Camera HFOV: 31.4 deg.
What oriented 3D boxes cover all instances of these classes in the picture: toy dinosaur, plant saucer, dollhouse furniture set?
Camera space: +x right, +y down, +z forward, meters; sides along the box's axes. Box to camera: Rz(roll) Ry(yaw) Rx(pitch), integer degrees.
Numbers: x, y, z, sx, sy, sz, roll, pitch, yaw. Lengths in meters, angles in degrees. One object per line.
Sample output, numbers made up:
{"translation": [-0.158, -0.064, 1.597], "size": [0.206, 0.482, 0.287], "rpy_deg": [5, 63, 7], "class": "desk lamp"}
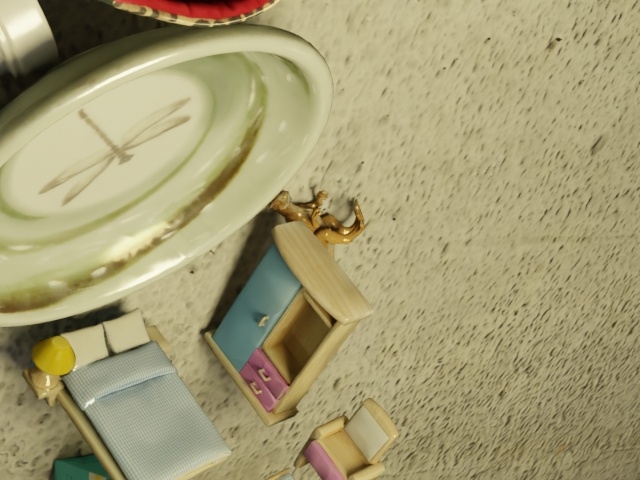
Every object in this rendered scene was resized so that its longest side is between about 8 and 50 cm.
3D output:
{"translation": [0.000, 0.000, 1.324], "size": [0.112, 0.064, 0.211], "rpy_deg": [-21, 130, 5], "class": "toy dinosaur"}
{"translation": [-0.181, -0.074, 1.018], "size": [0.401, 0.100, 0.400], "rpy_deg": [-30, 161, -11], "class": "plant saucer"}
{"translation": [-0.101, 0.153, 1.165], "size": [0.303, 0.286, 0.198], "rpy_deg": [-16, 149, -44], "class": "dollhouse furniture set"}

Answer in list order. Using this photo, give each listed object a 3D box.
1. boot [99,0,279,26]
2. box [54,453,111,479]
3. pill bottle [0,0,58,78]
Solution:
{"translation": [-0.199, -0.279, 0.721], "size": [0.377, 0.284, 0.138], "rpy_deg": [21, 112, -48], "class": "boot"}
{"translation": [-0.220, 0.308, 1.275], "size": [0.060, 0.244, 0.100], "rpy_deg": [-1, 90, -37], "class": "box"}
{"translation": [-0.345, -0.129, 0.853], "size": [0.272, 0.152, 0.152], "rpy_deg": [-28, 139, -13], "class": "pill bottle"}
